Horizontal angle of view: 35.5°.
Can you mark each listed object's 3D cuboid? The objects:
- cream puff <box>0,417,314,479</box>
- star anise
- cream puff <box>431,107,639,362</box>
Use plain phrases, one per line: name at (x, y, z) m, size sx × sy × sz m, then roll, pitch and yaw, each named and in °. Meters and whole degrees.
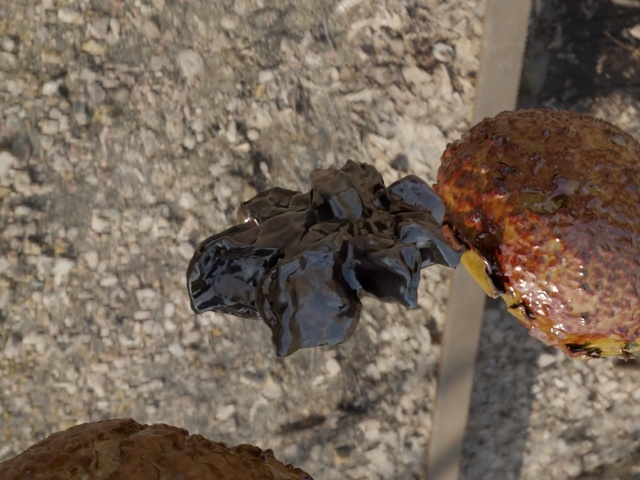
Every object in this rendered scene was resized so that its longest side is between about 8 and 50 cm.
cream puff at (-0.088, 0.231, 0.641) m, size 0.303 × 0.212 × 0.303 m, roll 14°, pitch 142°, yaw 11°
star anise at (-0.001, -0.003, 0.758) m, size 0.214 × 0.220 × 0.098 m, roll -15°, pitch 113°, yaw -18°
cream puff at (0.293, -0.025, 1.160) m, size 0.350 × 0.350 × 0.228 m, roll 30°, pitch 111°, yaw -27°
